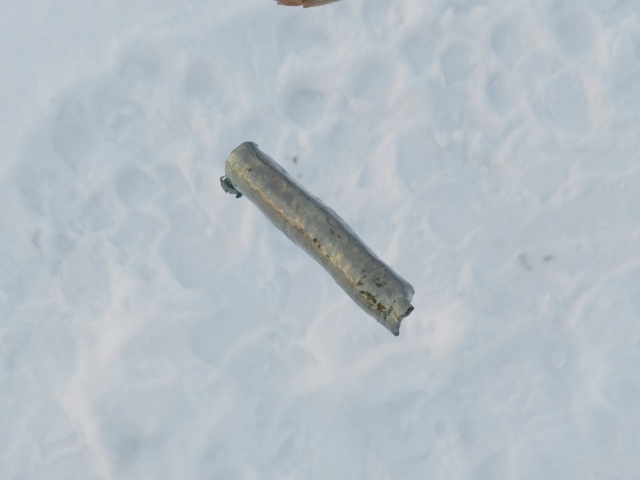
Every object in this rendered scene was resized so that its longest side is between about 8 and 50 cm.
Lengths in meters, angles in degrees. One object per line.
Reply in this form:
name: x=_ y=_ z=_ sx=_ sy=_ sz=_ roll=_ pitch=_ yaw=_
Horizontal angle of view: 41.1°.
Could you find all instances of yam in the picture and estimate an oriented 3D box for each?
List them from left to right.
yam: x=0.000 y=0.000 z=0.391 sx=0.027 sy=0.033 sz=0.129 roll=-16 pitch=47 yaw=-37

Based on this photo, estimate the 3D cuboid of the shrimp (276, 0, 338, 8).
shrimp: x=-0.036 y=-0.309 z=0.907 sx=0.248 sy=0.068 sz=0.150 roll=-24 pitch=81 yaw=-10
